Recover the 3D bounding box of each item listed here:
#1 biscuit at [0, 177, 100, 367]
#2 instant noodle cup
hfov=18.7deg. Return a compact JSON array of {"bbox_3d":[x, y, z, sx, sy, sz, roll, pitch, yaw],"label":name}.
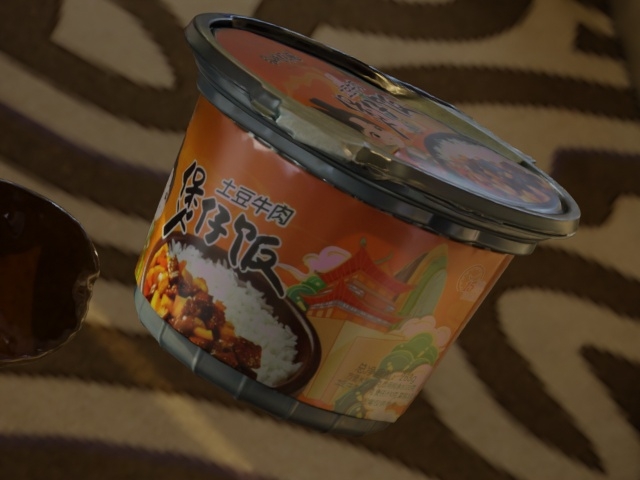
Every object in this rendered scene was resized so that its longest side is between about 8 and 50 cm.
[{"bbox_3d":[-0.240,0.030,0.849,0.283,0.064,0.432,7,89,-28],"label":"biscuit"},{"bbox_3d":[0.000,0.000,0.804,0.178,0.125,0.208,36,16,27],"label":"instant noodle cup"}]
